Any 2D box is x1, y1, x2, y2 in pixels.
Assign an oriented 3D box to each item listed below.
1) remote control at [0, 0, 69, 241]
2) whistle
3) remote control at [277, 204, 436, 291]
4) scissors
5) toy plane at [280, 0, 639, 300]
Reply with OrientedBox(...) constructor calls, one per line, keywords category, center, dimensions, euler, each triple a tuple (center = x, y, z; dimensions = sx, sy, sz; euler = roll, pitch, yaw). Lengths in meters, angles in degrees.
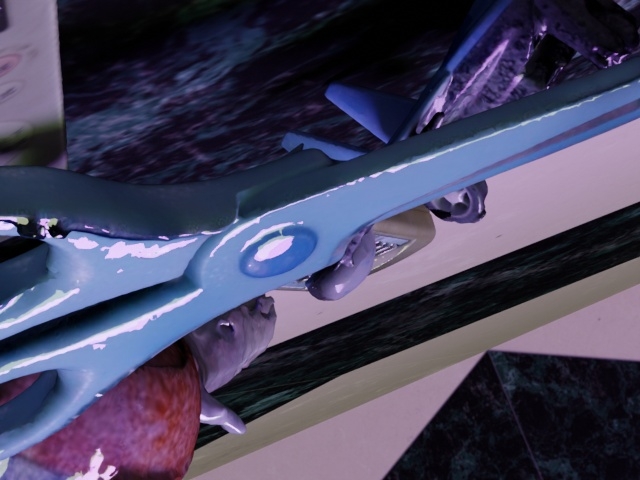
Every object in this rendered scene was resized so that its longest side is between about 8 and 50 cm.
OrientedBox(category="remote control", center=(-0.120, -0.042, 0.528), dimensions=(0.090, 0.038, 0.309), euler=(-21, 170, -12))
OrientedBox(category="whistle", center=(-0.109, 0.072, 0.947), dimensions=(0.142, 0.134, 0.346), euler=(9, -168, 19))
OrientedBox(category="remote control", center=(0.000, 0.000, 1.070), dimensions=(0.098, 0.038, 0.233), euler=(-25, 170, 15))
OrientedBox(category="scissors", center=(-0.026, -0.006, 0.617), dimensions=(0.392, 0.032, 0.180), euler=(-21, 155, -8))
OrientedBox(category="toy plane", center=(0.071, -0.069, 0.702), dimensions=(0.246, 0.078, 0.169), euler=(-38, -171, 49))
